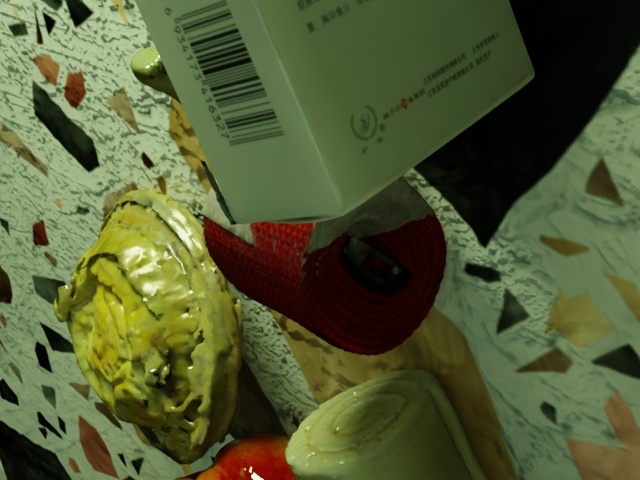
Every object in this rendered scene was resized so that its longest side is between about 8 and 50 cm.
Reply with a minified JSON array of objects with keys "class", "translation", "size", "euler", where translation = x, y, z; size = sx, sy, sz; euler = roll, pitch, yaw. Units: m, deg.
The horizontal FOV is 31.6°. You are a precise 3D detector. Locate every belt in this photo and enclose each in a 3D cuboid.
[{"class":"belt","translation":[0.000,0.000,0.836],"size":[0.124,0.128,0.201],"euler":[26,173,33]}]

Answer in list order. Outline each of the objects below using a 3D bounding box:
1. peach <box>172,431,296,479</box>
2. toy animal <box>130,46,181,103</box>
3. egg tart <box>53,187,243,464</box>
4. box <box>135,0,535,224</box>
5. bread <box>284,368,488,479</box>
[{"class":"peach","translation":[-0.047,0.306,1.104],"size":[0.243,0.199,0.243],"euler":[25,131,33]},{"class":"toy animal","translation":[-0.050,-0.128,0.866],"size":[0.219,0.103,0.101],"euler":[8,143,42]},{"class":"egg tart","translation":[-0.181,0.092,1.114],"size":[0.291,0.107,0.290],"euler":[23,119,50]},{"class":"box","translation":[-0.011,-0.184,0.669],"size":[0.106,0.200,0.299],"euler":[-3,116,48]},{"class":"bread","translation":[0.060,0.203,0.946],"size":[0.134,0.148,0.141],"euler":[-14,107,43]}]
